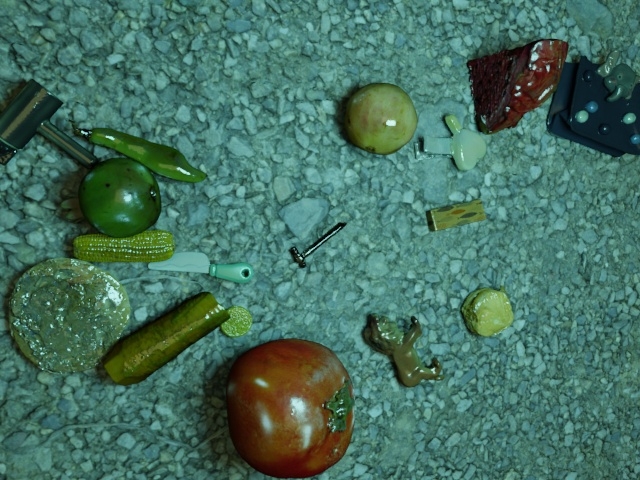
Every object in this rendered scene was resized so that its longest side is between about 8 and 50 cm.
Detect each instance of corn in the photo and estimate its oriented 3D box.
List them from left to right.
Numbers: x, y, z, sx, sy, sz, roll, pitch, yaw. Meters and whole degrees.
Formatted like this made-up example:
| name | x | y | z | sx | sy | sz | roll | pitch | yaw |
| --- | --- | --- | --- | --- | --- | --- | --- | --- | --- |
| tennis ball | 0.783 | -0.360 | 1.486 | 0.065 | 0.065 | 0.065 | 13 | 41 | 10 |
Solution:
| name | x | y | z | sx | sy | sz | roll | pitch | yaw |
| --- | --- | --- | --- | --- | --- | --- | --- | --- | --- |
| corn | -0.465 | 0.016 | 1.136 | 0.231 | 0.080 | 0.080 | -2 | 95 | -16 |

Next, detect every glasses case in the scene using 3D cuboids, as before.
| name | x | y | z | sx | sy | sz | roll | pitch | yaw |
| --- | --- | --- | --- | --- | --- | --- | --- | --- | --- |
| glasses case | 0.394 | -0.073 | 1.390 | 0.170 | 0.041 | 0.064 | -13 | 87 | -14 |

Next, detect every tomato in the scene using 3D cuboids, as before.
| name | x | y | z | sx | sy | sz | roll | pitch | yaw |
| --- | --- | --- | --- | --- | --- | --- | --- | --- | --- |
| tomato | -0.071 | 0.392 | 1.153 | 0.290 | 0.325 | 0.292 | -4 | 103 | 29 |

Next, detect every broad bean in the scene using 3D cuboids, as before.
| name | x | y | z | sx | sy | sz | roll | pitch | yaw |
| --- | --- | --- | --- | --- | --- | --- | --- | --- | --- |
| broad bean | -0.426 | -0.208 | 1.131 | 0.326 | 0.075 | 0.067 | 19 | 119 | -20 |

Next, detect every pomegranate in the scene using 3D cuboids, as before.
| name | x | y | z | sx | sy | sz | roll | pitch | yaw |
| --- | --- | --- | --- | --- | --- | --- | --- | --- | --- |
| pomegranate | -0.480 | -0.090 | 1.086 | 0.226 | 0.187 | 0.186 | -12 | 99 | 13 |
| pomegranate | 0.155 | -0.316 | 1.230 | 0.192 | 0.191 | 0.191 | -1 | 95 | -16 |

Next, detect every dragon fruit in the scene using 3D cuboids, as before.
| name | x | y | z | sx | sy | sz | roll | pitch | yaw |
| --- | --- | --- | --- | --- | --- | --- | --- | --- | --- |
| dragon fruit | 0.515 | -0.444 | 1.283 | 0.241 | 0.330 | 0.301 | 20 | 91 | 5 |

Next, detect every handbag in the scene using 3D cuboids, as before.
| name | x | y | z | sx | sy | sz | roll | pitch | yaw |
| --- | --- | --- | --- | --- | --- | --- | --- | --- | --- |
| handbag | 0.881 | -0.421 | 1.463 | 0.326 | 0.118 | 0.268 | 13 | 90 | -18 |

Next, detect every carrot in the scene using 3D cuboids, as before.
| name | x | y | z | sx | sy | sz | roll | pitch | yaw |
| --- | --- | --- | --- | --- | --- | --- | --- | --- | --- |
| carrot | -0.372 | 0.234 | 1.164 | 0.302 | 0.114 | 0.114 | -34 | 103 | -13 |

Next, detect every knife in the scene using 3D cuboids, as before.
| name | x | y | z | sx | sy | sz | roll | pitch | yaw |
| --- | --- | --- | --- | --- | --- | --- | --- | --- | --- |
| knife | -0.300 | 0.063 | 1.213 | 0.261 | 0.035 | 0.063 | 10 | 88 | -13 |

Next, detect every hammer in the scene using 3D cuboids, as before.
| name | x | y | z | sx | sy | sz | roll | pitch | yaw |
| --- | --- | --- | --- | --- | --- | --- | --- | --- | --- |
| hammer | 0.000 | 0.000 | 1.295 | 0.178 | 0.021 | 0.065 | -38 | 102 | -10 |

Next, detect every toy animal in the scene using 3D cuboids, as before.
| name | x | y | z | sx | sy | sz | roll | pitch | yaw |
| --- | --- | --- | --- | --- | --- | --- | --- | --- | --- |
| toy animal | 0.240 | 0.323 | 1.363 | 0.158 | 0.097 | 0.312 | -28 | 104 | 1 |

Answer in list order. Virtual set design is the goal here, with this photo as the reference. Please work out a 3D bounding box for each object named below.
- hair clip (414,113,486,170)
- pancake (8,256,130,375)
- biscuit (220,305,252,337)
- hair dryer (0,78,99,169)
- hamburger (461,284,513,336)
| name | x | y | z | sx | sy | sz | roll | pitch | yaw |
| --- | --- | --- | --- | --- | --- | --- | --- | --- | --- |
| hair clip | 0.379 | -0.277 | 1.360 | 0.219 | 0.071 | 0.158 | -2 | 93 | -20 |
| pancake | -0.596 | 0.177 | 1.128 | 0.283 | 0.049 | 0.281 | -2 | 96 | -16 |
| biscuit | -0.221 | 0.213 | 1.249 | 0.084 | 0.023 | 0.083 | -2 | 95 | -17 |
| hair dryer | -0.607 | -0.209 | 1.087 | 0.248 | 0.078 | 0.195 | 40 | 85 | -21 |
| hamburger | 0.499 | 0.209 | 1.422 | 0.147 | 0.083 | 0.137 | -23 | 104 | -11 |
